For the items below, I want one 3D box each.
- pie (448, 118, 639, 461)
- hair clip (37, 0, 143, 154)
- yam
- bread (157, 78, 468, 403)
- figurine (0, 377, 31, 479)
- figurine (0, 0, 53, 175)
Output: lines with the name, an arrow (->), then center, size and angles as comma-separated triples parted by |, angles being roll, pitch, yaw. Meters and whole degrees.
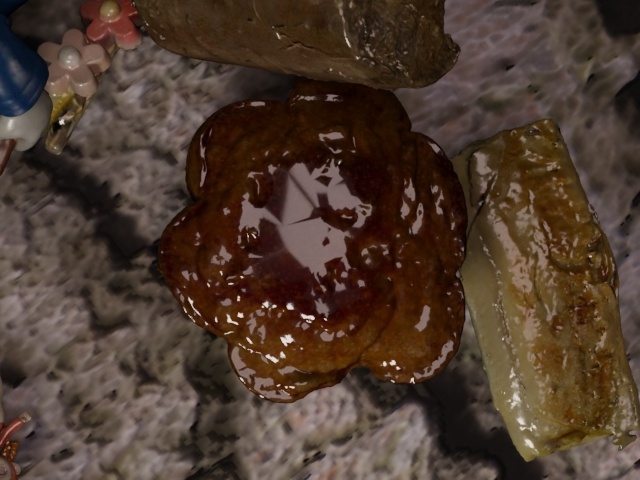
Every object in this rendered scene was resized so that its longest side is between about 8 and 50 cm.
pie -> 0.182, 0.047, 1.196 | 0.129, 0.068, 0.282 | -17, 93, -12
hair clip -> -0.165, -0.163, 1.131 | 0.062, 0.056, 0.214 | 30, 81, 22
yam -> -0.016, -0.177, 1.058 | 0.129, 0.238, 0.128 | -51, 131, -22
bread -> -0.012, -0.005, 1.119 | 0.232, 0.135, 0.246 | -8, 91, -13
figurine -> -0.250, 0.147, 1.107 | 0.064, 0.047, 0.109 | -6, 81, -6
figurine -> -0.267, -0.166, 0.990 | 0.338, 0.283, 0.204 | -18, 53, -35
